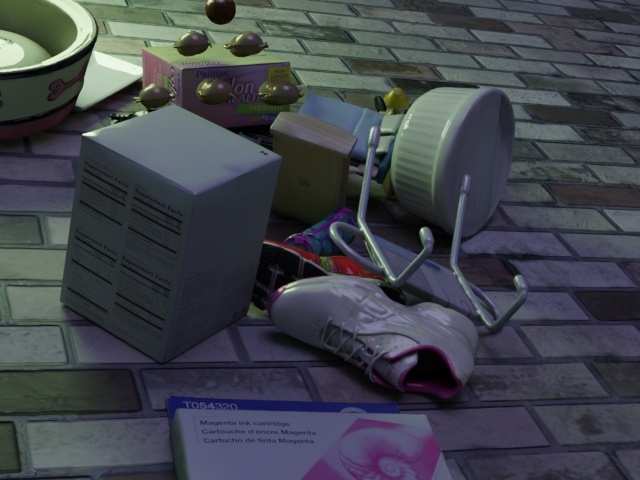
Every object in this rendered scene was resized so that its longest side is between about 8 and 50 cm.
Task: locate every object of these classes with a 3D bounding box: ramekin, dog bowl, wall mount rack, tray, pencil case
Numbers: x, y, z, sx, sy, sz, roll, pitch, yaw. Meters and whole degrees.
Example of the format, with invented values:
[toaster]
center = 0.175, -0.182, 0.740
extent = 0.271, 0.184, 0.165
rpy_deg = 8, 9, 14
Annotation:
[ramekin]
center = 0.231, -0.148, 2.059
extent = 0.127, 0.273, 0.273
rpy_deg = 17, 26, 31
[dog bowl]
center = -0.604, -0.322, 2.071
extent = 0.407, 0.150, 0.408
rpy_deg = 6, 33, -4
[wall mount rack]
center = 0.169, -0.012, 1.784
extent = 0.350, 0.130, 0.304
rpy_deg = 25, 25, -32
[tray]
center = -0.455, -0.307, 2.273
extent = 0.145, 0.030, 0.270
rpy_deg = 21, 29, 12
[pencil case]
center = 0.000, 0.000, 1.876
extent = 0.064, 0.070, 0.151
rpy_deg = 24, 29, 20

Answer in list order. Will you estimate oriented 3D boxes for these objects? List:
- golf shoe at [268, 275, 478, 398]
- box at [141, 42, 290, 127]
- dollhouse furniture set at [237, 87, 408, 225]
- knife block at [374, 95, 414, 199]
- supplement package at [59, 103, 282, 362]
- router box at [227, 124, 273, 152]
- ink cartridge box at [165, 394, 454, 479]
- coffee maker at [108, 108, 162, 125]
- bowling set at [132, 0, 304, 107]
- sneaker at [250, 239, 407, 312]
[golf shoe]
center = 0.073, 0.136, 1.624
extent = 0.306, 0.115, 0.140
rpy_deg = 12, 32, 0
[box]
center = -0.201, -0.295, 2.201
extent = 0.213, 0.117, 0.243
rpy_deg = -7, 20, -25
[dollhouse furniture set]
center = -0.012, -0.215, 2.019
extent = 0.286, 0.198, 0.303
rpy_deg = 20, 51, 11
[knife block]
center = 0.139, -0.193, 2.268
extent = 0.242, 0.088, 0.275
rpy_deg = 29, 32, 28
[supplement package]
center = -0.209, -0.015, 1.607
extent = 0.198, 0.263, 0.199
rpy_deg = 27, 30, 23
[router box]
center = -0.089, -0.179, 2.172
extent = 0.178, 0.046, 0.133
rpy_deg = 12, 26, 6
[ink cartridge box]
center = -0.009, 0.271, 1.387
extent = 0.324, 0.071, 0.330
rpy_deg = 4, 31, -17
[coffee maker]
center = -0.287, -0.152, 1.916
extent = 0.120, 0.171, 0.178
rpy_deg = 15, 28, -3
[bowling set]
center = -0.180, -0.318, 1.968
extent = 0.286, 0.200, 0.154
rpy_deg = -6, 9, -11
[sneaker]
center = -0.006, 0.063, 1.750
extent = 0.279, 0.107, 0.118
rpy_deg = 19, 19, -10
